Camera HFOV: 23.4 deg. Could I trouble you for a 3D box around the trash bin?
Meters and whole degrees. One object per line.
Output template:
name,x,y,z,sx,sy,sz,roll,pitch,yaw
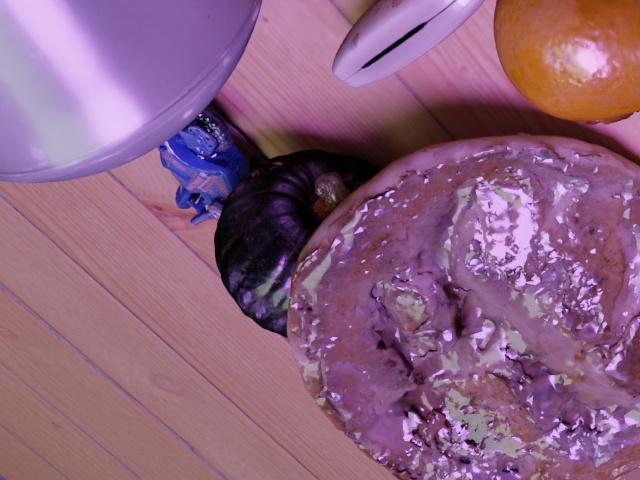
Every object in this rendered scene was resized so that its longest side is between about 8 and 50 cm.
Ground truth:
trash bin,-0.236,-0.249,1.156,0.280,0.280,0.432,3,139,41

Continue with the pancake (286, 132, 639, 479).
pancake,0.160,0.074,1.331,0.387,0.082,0.386,2,121,3

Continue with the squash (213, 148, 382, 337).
squash,-0.001,0.004,1.432,0.193,0.193,0.156,39,133,-18

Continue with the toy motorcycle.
toy motorcycle,-0.118,-0.076,1.545,0.114,0.076,0.205,27,156,25

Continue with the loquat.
loquat,0.191,-0.147,1.056,0.141,0.141,0.141,23,152,13

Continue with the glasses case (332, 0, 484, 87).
glasses case,0.073,-0.174,1.184,0.051,0.081,0.204,39,150,-13

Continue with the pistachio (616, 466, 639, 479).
pistachio,0.310,0.203,1.483,0.293,0.181,0.162,16,-177,20
